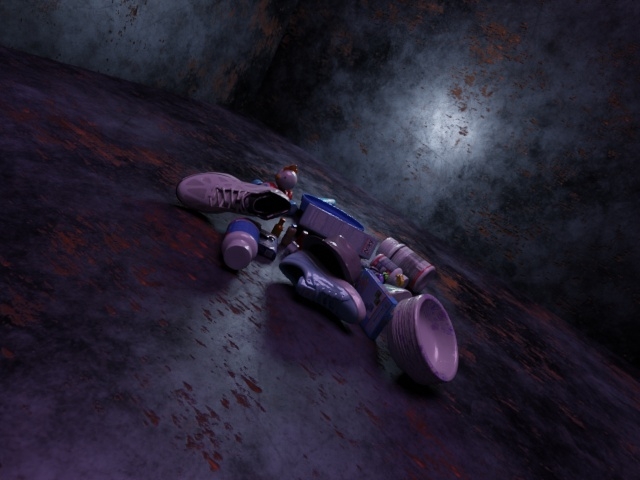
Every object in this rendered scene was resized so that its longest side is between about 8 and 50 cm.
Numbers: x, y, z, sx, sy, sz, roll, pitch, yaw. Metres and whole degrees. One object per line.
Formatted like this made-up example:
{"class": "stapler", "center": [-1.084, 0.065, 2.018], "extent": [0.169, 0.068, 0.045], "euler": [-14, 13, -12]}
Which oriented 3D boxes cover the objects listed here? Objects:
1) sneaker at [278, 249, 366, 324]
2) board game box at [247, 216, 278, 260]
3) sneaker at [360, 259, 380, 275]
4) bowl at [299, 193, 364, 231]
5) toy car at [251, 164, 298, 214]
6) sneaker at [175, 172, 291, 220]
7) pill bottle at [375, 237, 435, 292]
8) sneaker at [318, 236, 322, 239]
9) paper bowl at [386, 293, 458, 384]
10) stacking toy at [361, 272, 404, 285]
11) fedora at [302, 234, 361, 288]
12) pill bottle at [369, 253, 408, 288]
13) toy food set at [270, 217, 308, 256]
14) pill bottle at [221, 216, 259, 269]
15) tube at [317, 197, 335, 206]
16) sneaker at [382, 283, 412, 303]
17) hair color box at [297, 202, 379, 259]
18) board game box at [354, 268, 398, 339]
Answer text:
{"class": "sneaker", "center": [-0.010, 0.179, 1.483], "extent": [0.150, 0.135, 0.365], "euler": [-20, 47, -43]}
{"class": "board game box", "center": [-0.254, -0.021, 1.698], "extent": [0.194, 0.060, 0.194], "euler": [25, 20, -13]}
{"class": "sneaker", "center": [0.169, 0.124, 1.956], "extent": [0.223, 0.083, 0.098], "euler": [33, -5, 7]}
{"class": "bowl", "center": [0.059, -0.131, 2.340], "extent": [0.390, 0.077, 0.391], "euler": [28, 12, -6]}
{"class": "toy car", "center": [-0.206, -0.294, 2.182], "extent": [0.210, 0.238, 0.219], "euler": [7, 29, -48]}
{"class": "sneaker", "center": [-0.320, -0.173, 1.611], "extent": [0.446, 0.169, 0.257], "euler": [6, 2, -15]}
{"class": "pill bottle", "center": [0.427, 0.121, 2.168], "extent": [0.283, 0.161, 0.161], "euler": [41, 22, 30]}
{"class": "sneaker", "center": [0.000, 0.000, 2.048], "extent": [0.031, 0.035, 0.083], "euler": [32, 19, 5]}
{"class": "paper bowl", "center": [0.328, 0.331, 1.406], "extent": [0.284, 0.148, 0.285], "euler": [31, 48, -41]}
{"class": "stacking toy", "center": [0.230, 0.164, 1.778], "extent": [0.166, 0.052, 0.221], "euler": [1, -2, -14]}
{"class": "fedora", "center": [0.060, 0.078, 1.583], "extent": [0.124, 0.243, 0.276], "euler": [-32, 101, -31]}
{"class": "pill bottle", "center": [0.325, 0.156, 2.011], "extent": [0.180, 0.108, 0.107], "euler": [41, 22, 31]}
{"class": "toy food set", "center": [-0.099, 0.008, 1.778], "extent": [0.232, 0.105, 0.111], "euler": [41, 22, 30]}
{"class": "pill bottle", "center": [-0.279, 0.011, 1.482], "extent": [0.124, 0.124, 0.222], "euler": [25, 19, -14]}
{"class": "tube", "center": [0.004, -0.243, 2.657], "extent": [0.206, 0.052, 0.080], "euler": [3, 27, -43]}
{"class": "sneaker", "center": [0.230, 0.232, 1.750], "extent": [0.255, 0.094, 0.151], "euler": [2, 4, -25]}
{"class": "hair color box", "center": [0.079, -0.039, 2.057], "extent": [0.374, 0.114, 0.185], "euler": [28, -3, -6]}
{"class": "board game box", "center": [0.182, 0.227, 1.546], "extent": [0.039, 0.160, 0.212], "euler": [17, 23, -34]}
